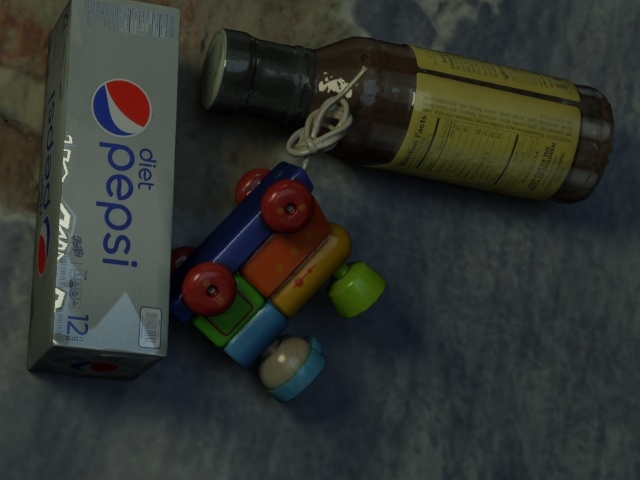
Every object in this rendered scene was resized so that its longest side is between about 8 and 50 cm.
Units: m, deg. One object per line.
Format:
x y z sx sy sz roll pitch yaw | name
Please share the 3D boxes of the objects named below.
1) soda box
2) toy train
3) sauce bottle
-0.167 -0.041 1.422 0.091 0.098 0.286 7 72 -19 | soda box
0.000 0.000 1.448 0.248 0.105 0.143 -47 108 -5 | toy train
0.072 -0.111 1.533 0.344 0.111 0.111 12 71 -17 | sauce bottle
